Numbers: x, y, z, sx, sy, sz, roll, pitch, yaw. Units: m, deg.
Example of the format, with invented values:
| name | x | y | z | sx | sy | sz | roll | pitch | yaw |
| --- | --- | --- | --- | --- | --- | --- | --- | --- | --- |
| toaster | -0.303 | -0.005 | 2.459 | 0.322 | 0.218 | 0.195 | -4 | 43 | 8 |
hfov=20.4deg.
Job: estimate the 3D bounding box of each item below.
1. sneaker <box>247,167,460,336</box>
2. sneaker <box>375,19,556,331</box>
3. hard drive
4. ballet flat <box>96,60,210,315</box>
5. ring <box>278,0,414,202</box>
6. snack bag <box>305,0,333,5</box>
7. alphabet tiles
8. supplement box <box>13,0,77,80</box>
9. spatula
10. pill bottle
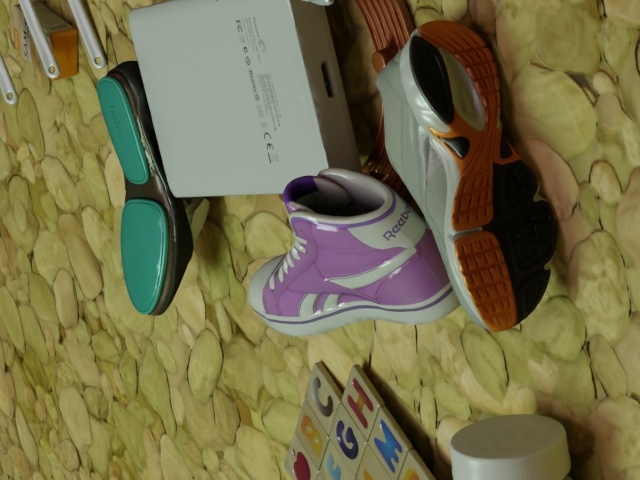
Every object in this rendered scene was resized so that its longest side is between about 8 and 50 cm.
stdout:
| name | x | y | z | sx | sy | sz | roll | pitch | yaw |
| --- | --- | --- | --- | --- | --- | --- | --- | --- | --- |
| sneaker | 0.001 | -0.001 | 1.638 | 0.282 | 0.102 | 0.161 | -11 | 131 | 49 |
| sneaker | 0.116 | -0.049 | 1.512 | 0.121 | 0.099 | 0.262 | 154 | 104 | -66 |
| hard drive | -0.080 | -0.145 | 1.740 | 0.307 | 0.040 | 0.203 | 1 | 106 | 57 |
| ballet flat | -0.169 | -0.059 | 1.926 | 0.095 | 0.096 | 0.280 | 16 | 117 | 48 |
| ring | -0.014 | -0.163 | 1.697 | 0.336 | 0.032 | 0.336 | 32 | 131 | 47 |
| snack bag | -0.114 | -0.369 | 1.575 | 0.342 | 0.037 | 0.323 | 20 | 130 | 59 |
| alphabet tiles | 0.059 | 0.301 | 1.809 | 0.342 | 0.011 | 0.285 | 56 | 146 | 35 |
| supplement box | -0.330 | -0.240 | 2.136 | 0.098 | 0.036 | 0.062 | 37 | 134 | 43 |
| spatula | -0.351 | -0.290 | 2.080 | 0.168 | 0.019 | 0.242 | -21 | 91 | 15 |
| pill bottle | 0.174 | 0.271 | 1.546 | 0.121 | 0.121 | 0.221 | 13 | 117 | 54 |
